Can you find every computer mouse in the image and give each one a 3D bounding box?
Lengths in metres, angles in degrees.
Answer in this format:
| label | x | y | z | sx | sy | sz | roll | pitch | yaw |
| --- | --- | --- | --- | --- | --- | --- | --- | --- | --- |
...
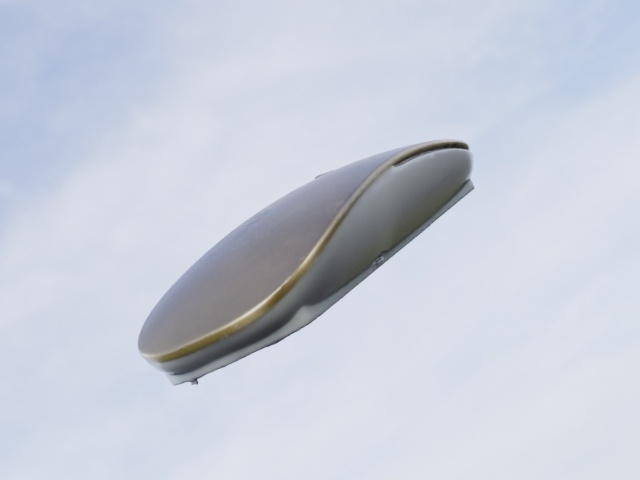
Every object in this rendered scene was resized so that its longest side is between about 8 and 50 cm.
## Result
| label | x | y | z | sx | sy | sz | roll | pitch | yaw |
| --- | --- | --- | --- | --- | --- | --- | --- | --- | --- |
| computer mouse | -0.001 | -0.001 | 0.561 | 0.102 | 0.045 | 0.199 | -26 | 6 | 35 |
